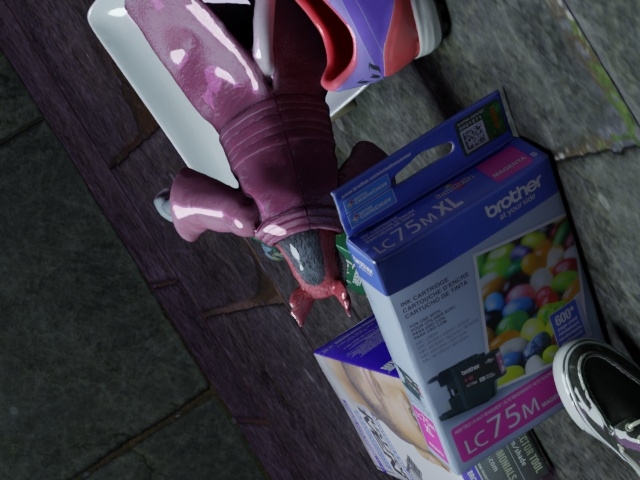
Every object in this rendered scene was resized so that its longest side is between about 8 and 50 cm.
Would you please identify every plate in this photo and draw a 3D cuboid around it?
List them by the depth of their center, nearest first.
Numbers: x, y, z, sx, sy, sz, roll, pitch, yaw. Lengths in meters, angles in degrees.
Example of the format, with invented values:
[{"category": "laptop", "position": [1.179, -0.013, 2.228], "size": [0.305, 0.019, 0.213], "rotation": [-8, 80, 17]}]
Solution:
[{"category": "plate", "position": [-0.089, -0.211, 1.749], "size": [0.278, 0.045, 0.277], "rotation": [-41, 81, 37]}]

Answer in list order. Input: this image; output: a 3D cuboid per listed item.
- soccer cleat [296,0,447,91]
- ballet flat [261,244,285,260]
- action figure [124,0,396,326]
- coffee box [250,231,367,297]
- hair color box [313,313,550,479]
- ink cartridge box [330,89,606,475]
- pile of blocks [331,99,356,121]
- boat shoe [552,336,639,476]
[{"category": "soccer cleat", "position": [-0.003, -0.277, 1.422], "size": [0.108, 0.116, 0.318], "rotation": [27, 147, 62]}, {"category": "ballet flat", "position": [-0.045, -0.022, 2.182], "size": [0.070, 0.070, 0.188], "rotation": [47, 164, 33]}, {"category": "action figure", "position": [-0.028, -0.106, 1.528], "size": [0.276, 0.248, 0.370], "rotation": [113, 140, -68]}, {"category": "coffee box", "position": [0.000, 0.000, 1.980], "size": [0.184, 0.040, 0.113], "rotation": [27, 158, 5]}, {"category": "hair color box", "position": [0.125, 0.201, 2.015], "size": [0.185, 0.110, 0.339], "rotation": [61, 163, -11]}, {"category": "ink cartridge box", "position": [0.140, 0.043, 1.485], "size": [0.065, 0.186, 0.311], "rotation": [39, 157, 56]}, {"category": "pile of blocks", "position": [-0.112, -0.240, 1.851], "size": [0.362, 0.112, 0.149], "rotation": [47, 162, 32]}, {"category": "boat shoe", "position": [0.296, 0.170, 1.484], "size": [0.219, 0.078, 0.070], "rotation": [48, 165, 3]}]
